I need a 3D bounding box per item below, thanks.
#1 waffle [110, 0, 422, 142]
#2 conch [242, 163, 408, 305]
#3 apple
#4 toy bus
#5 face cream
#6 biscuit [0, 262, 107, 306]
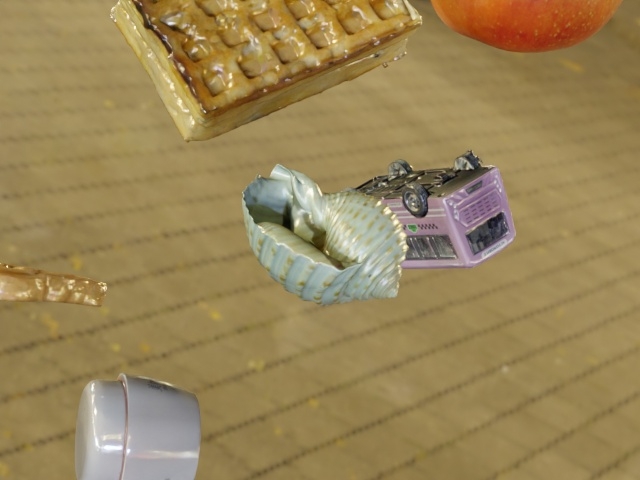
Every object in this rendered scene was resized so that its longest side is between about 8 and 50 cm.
[{"bbox_3d":[-0.066,-0.259,1.923,0.308,0.091,0.213,-26,72,-23],"label":"waffle"},{"bbox_3d":[0.000,0.007,1.459,0.153,0.102,0.135,20,25,20],"label":"conch"},{"bbox_3d":[0.159,-0.216,1.270,0.163,0.139,0.163,10,12,-2],"label":"apple"},{"bbox_3d":[0.108,-0.025,1.745,0.096,0.108,0.199,-30,16,-33],"label":"toy bus"},{"bbox_3d":[-0.169,0.181,1.513,0.104,0.117,0.117,6,22,-15],"label":"face cream"},{"bbox_3d":[-0.285,0.032,1.362,0.144,0.040,0.236,0,-6,24],"label":"biscuit"}]
